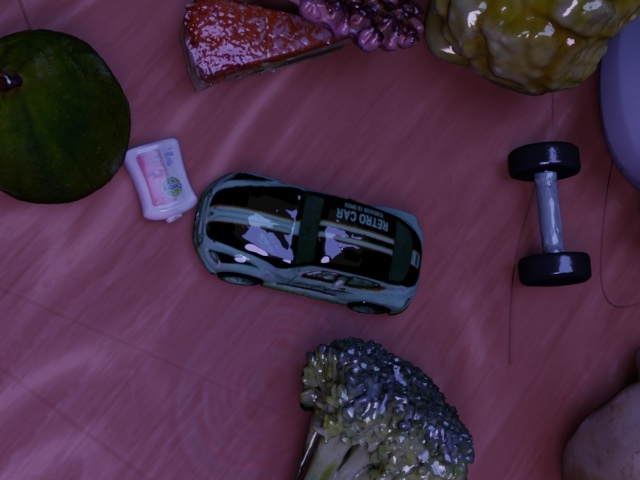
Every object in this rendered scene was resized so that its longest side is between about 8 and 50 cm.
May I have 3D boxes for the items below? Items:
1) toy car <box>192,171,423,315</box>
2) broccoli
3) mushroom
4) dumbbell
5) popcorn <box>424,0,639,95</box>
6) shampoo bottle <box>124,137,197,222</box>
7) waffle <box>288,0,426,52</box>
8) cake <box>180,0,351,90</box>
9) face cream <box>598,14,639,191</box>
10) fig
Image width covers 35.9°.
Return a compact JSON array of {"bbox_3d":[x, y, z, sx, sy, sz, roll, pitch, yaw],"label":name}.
[{"bbox_3d":[0.000,0.000,1.230,0.306,0.125,0.136,15,75,-19],"label":"toy car"},{"bbox_3d":[0.046,0.251,1.168,0.243,0.247,0.263,-52,133,-6],"label":"broccoli"},{"bbox_3d":[0.462,0.269,1.313,0.293,0.292,0.290,28,35,-14],"label":"mushroom"},{"bbox_3d":[0.317,-0.035,1.370,0.100,0.100,0.191,0,79,-21],"label":"dumbbell"},{"bbox_3d":[0.294,-0.373,1.326,0.292,0.293,0.334,30,68,-11],"label":"popcorn"},{"bbox_3d":[-0.194,-0.070,1.212,0.072,0.043,0.099,-18,86,-21],"label":"shampoo bottle"},{"bbox_3d":[0.031,-0.323,1.287,0.234,0.055,0.221,35,36,6],"label":"waffle"},{"bbox_3d":[-0.082,-0.273,1.274,0.221,0.086,0.116,-22,90,-22],"label":"cake"},{"bbox_3d":[0.551,-0.180,1.424,0.313,0.219,0.356,-4,81,-21],"label":"face cream"},{"bbox_3d":[-0.302,-0.153,1.086,0.203,0.235,0.203,4,76,-16],"label":"fig"}]
